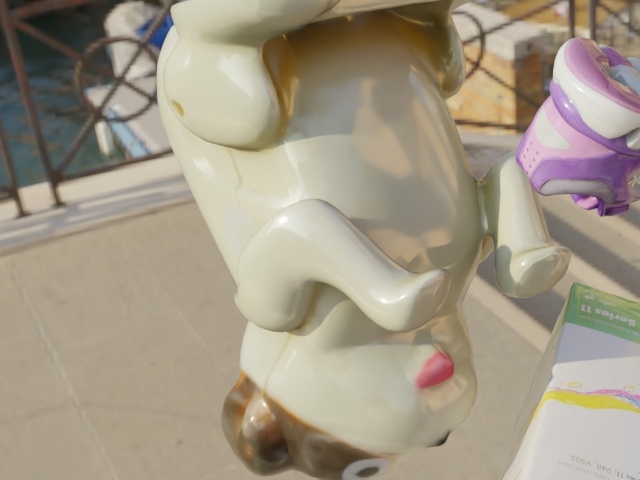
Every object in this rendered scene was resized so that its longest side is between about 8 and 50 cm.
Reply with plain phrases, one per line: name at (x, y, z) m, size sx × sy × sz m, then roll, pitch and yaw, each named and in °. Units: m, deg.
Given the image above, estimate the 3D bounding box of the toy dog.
toy dog at (0.000, 0.000, 0.926) m, size 0.395 × 0.408 × 0.284 m, roll -4°, pitch 11°, yaw 42°

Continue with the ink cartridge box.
ink cartridge box at (0.205, 0.220, 0.926) m, size 0.119 × 0.207 × 0.353 m, roll 19°, pitch 35°, yaw 9°

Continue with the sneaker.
sneaker at (0.222, -0.062, 0.773) m, size 0.236 × 0.104 × 0.095 m, roll 7°, pitch 41°, yaw -37°
